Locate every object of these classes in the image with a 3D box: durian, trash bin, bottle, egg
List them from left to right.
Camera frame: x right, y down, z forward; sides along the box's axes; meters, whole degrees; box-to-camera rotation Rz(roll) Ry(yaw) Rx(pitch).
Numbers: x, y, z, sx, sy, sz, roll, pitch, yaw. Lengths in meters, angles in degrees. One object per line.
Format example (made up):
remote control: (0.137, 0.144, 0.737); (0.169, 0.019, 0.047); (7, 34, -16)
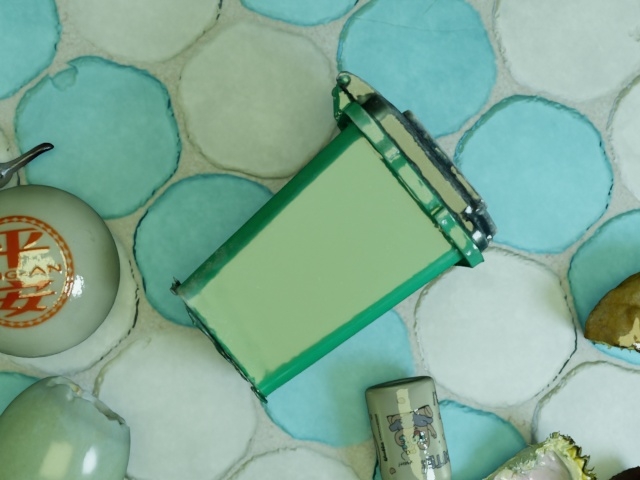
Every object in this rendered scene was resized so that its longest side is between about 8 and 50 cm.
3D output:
egg: (-0.348, 0.294, 1.745); (0.183, 0.183, 0.217); (35, 85, -2)
trash bin: (0.000, 0.000, 1.756); (0.381, 0.259, 0.295); (-39, 91, -3)
bottle: (0.132, 0.292, 1.829); (0.110, 0.097, 0.209); (-12, 89, -2)
durian: (0.274, 0.343, 1.855); (0.224, 0.078, 0.140); (-21, 93, 18)

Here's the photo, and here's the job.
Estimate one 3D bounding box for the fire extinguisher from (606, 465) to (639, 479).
fire extinguisher: (0.505, 0.464, 1.858); (0.147, 0.106, 0.337); (-33, 92, -30)

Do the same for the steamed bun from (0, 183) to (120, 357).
steamed bun: (-0.380, 0.039, 1.773); (0.232, 0.145, 0.232); (0, 87, -5)

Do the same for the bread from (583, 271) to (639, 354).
bread: (0.489, 0.103, 1.855); (0.260, 0.129, 0.134); (14, 85, -6)

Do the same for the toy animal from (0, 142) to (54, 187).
toy animal: (-0.544, -0.136, 1.794); (0.324, 0.090, 0.195); (33, 85, -1)
